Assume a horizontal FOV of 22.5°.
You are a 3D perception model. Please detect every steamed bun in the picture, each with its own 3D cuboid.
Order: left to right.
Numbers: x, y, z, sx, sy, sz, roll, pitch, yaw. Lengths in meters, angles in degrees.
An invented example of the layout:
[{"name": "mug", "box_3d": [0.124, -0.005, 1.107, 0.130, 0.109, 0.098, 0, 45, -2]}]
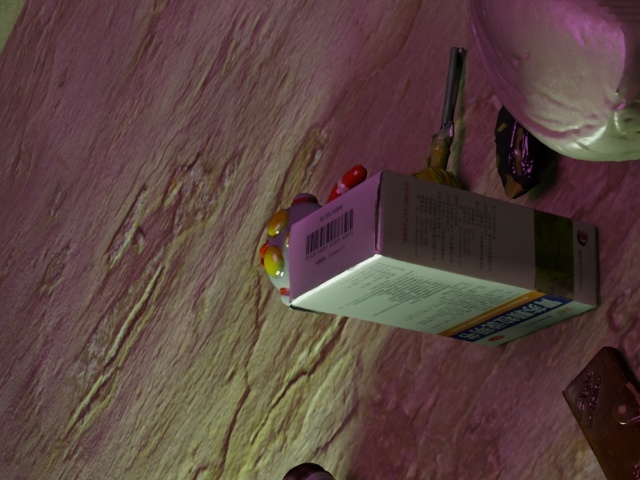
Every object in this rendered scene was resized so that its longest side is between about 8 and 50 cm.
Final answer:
[{"name": "steamed bun", "box_3d": [0.291, -0.222, 1.720, 0.383, 0.247, 0.236, -117, 36, -43]}]

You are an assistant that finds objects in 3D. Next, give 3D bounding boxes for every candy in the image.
[{"name": "candy", "box_3d": [0.162, -0.138, 2.120, 0.077, 0.073, 0.262, 101, 179, -70]}]

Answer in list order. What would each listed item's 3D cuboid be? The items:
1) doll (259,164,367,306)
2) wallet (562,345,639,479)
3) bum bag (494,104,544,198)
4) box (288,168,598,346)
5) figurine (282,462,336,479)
[{"name": "doll", "box_3d": [0.000, 0.000, 2.305, 0.336, 0.105, 0.200, -16, 65, 58]}, {"name": "wallet", "box_3d": [0.317, 0.200, 1.720, 0.095, 0.026, 0.176, -56, 35, 31]}, {"name": "bum bag", "box_3d": [0.254, -0.164, 1.953, 0.106, 0.060, 0.233, -173, 97, -71]}, {"name": "box", "box_3d": [0.138, 0.027, 1.829, 0.200, 0.299, 0.106, -30, 54, 54]}, {"name": "figurine", "box_3d": [0.026, 0.414, 2.038, 0.370, 0.167, 0.281, -122, 16, -65]}]
